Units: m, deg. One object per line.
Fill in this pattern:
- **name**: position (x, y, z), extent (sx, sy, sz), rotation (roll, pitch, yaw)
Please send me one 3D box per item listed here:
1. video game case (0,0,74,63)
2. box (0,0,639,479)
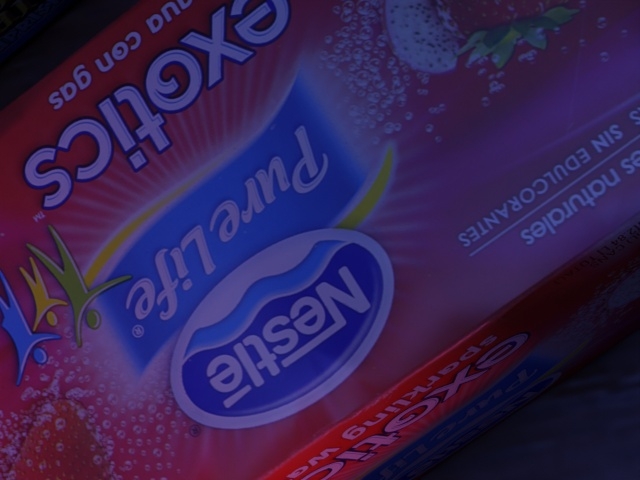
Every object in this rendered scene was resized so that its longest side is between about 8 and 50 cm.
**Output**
- **video game case**: position (-0.154, -0.178, 0.595), extent (0.269, 0.061, 0.244), rotation (-38, 71, 13)
- **box**: position (0.000, 0.000, 0.477), extent (0.257, 0.128, 0.122), rotation (-36, 72, 13)
